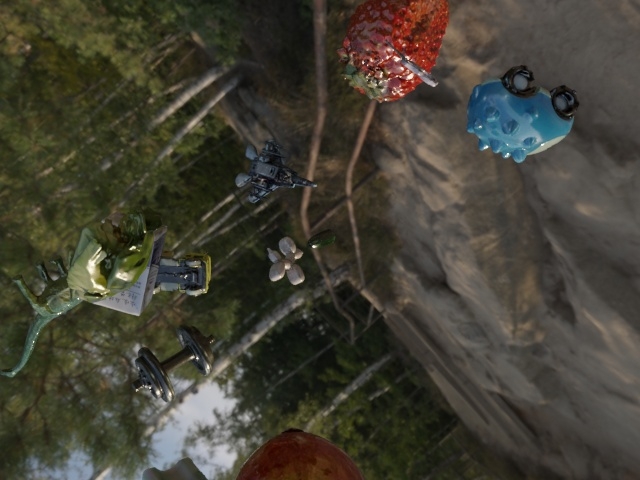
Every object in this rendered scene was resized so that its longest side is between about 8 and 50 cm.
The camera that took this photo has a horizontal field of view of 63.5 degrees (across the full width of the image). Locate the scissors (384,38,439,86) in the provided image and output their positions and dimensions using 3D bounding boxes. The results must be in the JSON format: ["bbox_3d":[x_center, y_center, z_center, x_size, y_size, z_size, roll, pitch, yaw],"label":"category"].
[{"bbox_3d":[0.177,-0.378,1.074,0.100,0.015,0.189,15,-146,-38],"label":"scissors"}]

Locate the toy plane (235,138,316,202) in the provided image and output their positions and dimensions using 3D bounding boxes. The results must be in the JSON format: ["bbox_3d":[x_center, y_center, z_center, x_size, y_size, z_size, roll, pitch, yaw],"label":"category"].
[{"bbox_3d":[-0.108,-0.161,1.263,0.246,0.169,0.078,21,-179,44],"label":"toy plane"}]

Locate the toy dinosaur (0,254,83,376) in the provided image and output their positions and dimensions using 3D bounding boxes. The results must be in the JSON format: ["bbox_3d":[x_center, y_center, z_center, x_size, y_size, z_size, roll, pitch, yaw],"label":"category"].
[{"bbox_3d":[-0.657,0.187,1.352,0.087,0.447,0.300,-124,21,-61],"label":"toy dinosaur"}]

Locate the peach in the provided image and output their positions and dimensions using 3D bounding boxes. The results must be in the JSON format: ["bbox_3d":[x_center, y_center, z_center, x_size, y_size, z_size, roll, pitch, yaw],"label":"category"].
[{"bbox_3d":[-0.048,0.671,1.325,0.370,0.370,0.370,47,-179,-1],"label":"peach"}]

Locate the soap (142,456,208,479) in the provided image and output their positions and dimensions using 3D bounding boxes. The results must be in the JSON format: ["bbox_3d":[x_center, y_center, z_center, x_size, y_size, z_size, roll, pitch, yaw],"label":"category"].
[{"bbox_3d":[-0.249,0.577,0.990,0.347,0.115,0.208,-9,87,61],"label":"soap"}]

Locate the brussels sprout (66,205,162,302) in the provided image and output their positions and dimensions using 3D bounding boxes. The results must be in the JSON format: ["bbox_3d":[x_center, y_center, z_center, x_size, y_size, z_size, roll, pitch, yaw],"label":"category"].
[{"bbox_3d":[-0.303,0.024,0.767,0.100,0.181,0.139,28,-149,-3],"label":"brussels sprout"}]

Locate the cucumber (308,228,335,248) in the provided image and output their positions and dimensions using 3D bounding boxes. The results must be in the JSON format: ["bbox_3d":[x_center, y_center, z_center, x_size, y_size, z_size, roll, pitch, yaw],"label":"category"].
[{"bbox_3d":[0.000,0.000,1.624,0.048,0.105,0.048,23,124,38],"label":"cucumber"}]

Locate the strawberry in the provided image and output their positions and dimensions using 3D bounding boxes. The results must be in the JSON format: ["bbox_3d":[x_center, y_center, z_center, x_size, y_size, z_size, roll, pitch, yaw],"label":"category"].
[{"bbox_3d":[0.223,-0.569,1.449,0.267,0.351,0.312,50,174,7],"label":"strawberry"}]

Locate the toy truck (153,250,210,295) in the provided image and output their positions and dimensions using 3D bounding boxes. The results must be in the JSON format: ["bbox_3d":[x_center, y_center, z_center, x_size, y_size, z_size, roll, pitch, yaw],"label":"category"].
[{"bbox_3d":[-0.485,0.091,1.654,0.272,0.124,0.157,3,-163,-1],"label":"toy truck"}]

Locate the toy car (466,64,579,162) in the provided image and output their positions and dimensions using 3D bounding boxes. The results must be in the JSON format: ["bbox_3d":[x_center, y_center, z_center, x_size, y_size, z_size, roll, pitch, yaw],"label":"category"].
[{"bbox_3d":[0.476,-0.288,1.258,0.255,0.190,0.188,20,170,-14],"label":"toy car"}]

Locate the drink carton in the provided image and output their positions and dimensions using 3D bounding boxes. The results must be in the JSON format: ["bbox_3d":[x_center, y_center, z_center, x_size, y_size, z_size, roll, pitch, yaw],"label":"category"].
[{"bbox_3d":[-0.473,0.058,1.268,0.134,0.222,0.102,16,-164,-6],"label":"drink carton"}]

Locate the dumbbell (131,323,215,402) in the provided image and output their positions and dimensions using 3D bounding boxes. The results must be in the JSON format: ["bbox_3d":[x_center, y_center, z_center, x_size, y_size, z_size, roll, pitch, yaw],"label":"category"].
[{"bbox_3d":[-0.461,0.387,1.646,0.192,0.290,0.192,36,142,34],"label":"dumbbell"}]

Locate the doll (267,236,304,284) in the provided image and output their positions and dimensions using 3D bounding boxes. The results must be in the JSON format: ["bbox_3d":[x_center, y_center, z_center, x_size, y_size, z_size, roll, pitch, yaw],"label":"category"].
[{"bbox_3d":[-0.111,0.064,1.711,0.161,0.059,0.160,13,-122,-45],"label":"doll"}]
